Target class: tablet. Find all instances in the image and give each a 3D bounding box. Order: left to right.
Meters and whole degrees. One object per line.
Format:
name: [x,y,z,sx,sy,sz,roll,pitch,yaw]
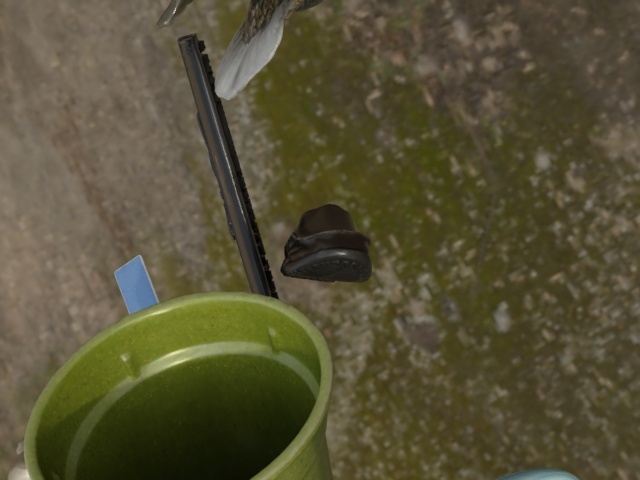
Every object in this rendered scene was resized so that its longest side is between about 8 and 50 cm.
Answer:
tablet: [-0.236,0.066,1.711,0.054,0.006,0.083,-32,72,31]

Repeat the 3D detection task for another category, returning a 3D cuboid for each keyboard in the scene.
keyboard: [-0.100,-0.075,1.469,0.201,0.033,0.317,-139,33,-76]

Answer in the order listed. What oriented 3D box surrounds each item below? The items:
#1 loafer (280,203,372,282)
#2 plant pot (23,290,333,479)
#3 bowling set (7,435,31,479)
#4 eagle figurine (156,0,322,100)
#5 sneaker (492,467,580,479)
loafer: [0.000,0.000,1.333,0.220,0.080,0.078,171,106,-76]
plant pot: [-0.090,0.230,1.202,0.276,0.276,0.254,29,148,46]
bowling set: [-0.298,0.270,1.405,0.154,0.199,0.287,-120,47,-81]
eagle figurine: [0.015,-0.257,1.010,0.225,0.298,0.226,107,146,-49]
sneaker: [0.111,0.326,1.263,0.135,0.366,0.150,46,152,16]
